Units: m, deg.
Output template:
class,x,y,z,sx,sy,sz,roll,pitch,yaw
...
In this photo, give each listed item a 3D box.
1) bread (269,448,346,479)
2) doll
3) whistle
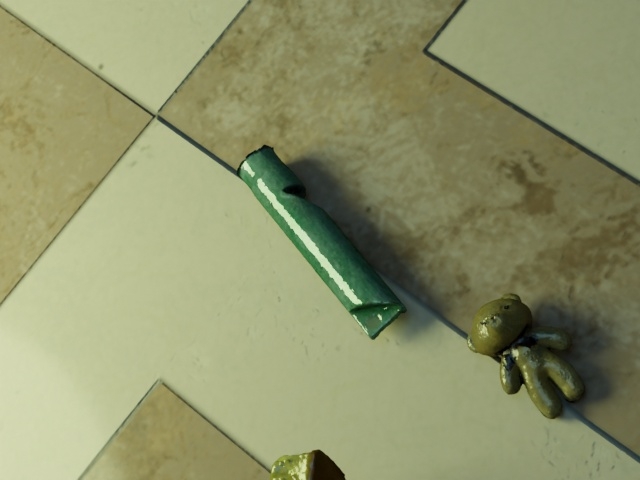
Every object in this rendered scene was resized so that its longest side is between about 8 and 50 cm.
class,x,y,z,sx,sy,sz,roll,pitch,yaw
bread,-0.021,0.263,1.283,0.049,0.088,0.226,1,67,27
doll,0.148,0.081,1.330,0.061,0.051,0.093,-41,87,0
whistle,0.000,0.000,1.421,0.039,0.039,0.186,-40,58,2
